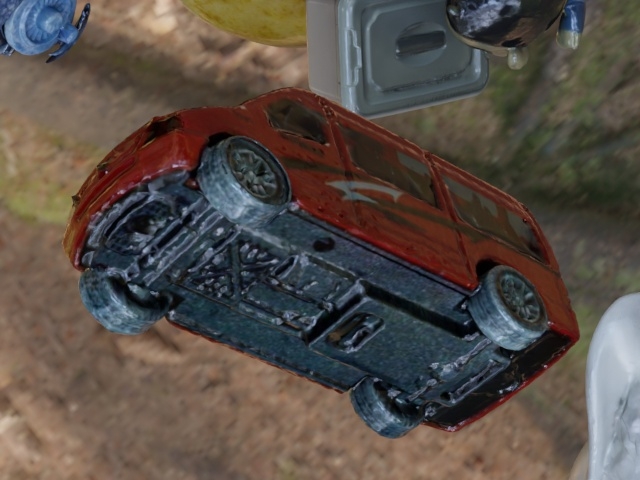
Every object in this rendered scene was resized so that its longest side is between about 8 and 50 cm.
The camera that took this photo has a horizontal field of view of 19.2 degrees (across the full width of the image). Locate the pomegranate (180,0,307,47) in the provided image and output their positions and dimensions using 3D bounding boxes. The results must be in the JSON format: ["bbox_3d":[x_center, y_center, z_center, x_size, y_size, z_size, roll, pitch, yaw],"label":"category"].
[{"bbox_3d":[-0.016,-0.253,1.396,0.233,0.233,0.233,14,119,26],"label":"pomegranate"}]

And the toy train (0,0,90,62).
[{"bbox_3d":[-0.213,-0.275,1.432,0.131,0.202,0.300,35,84,26],"label":"toy train"}]

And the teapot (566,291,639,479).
[{"bbox_3d":[0.183,0.189,0.939,0.208,0.166,0.300,6,81,50],"label":"teapot"}]

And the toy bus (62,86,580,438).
[{"bbox_3d":[0.000,0.000,0.685,0.195,0.089,0.081,24,130,-33],"label":"toy bus"}]

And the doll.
[{"bbox_3d":[0.136,-0.166,1.217,0.089,0.179,0.102,-31,86,44],"label":"doll"}]

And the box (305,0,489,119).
[{"bbox_3d":[0.048,-0.134,1.249,0.062,0.122,0.089,18,117,50],"label":"box"}]
